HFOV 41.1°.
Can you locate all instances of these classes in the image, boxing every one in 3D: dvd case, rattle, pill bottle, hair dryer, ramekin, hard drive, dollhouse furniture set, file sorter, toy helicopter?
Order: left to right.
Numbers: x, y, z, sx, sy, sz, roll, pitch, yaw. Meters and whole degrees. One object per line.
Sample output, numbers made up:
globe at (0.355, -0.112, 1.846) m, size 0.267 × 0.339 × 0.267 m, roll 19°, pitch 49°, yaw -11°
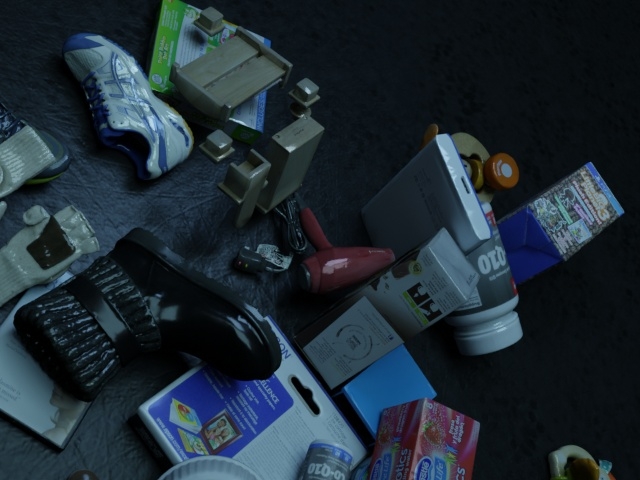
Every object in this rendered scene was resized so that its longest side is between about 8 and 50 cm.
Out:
dvd case at (-0.406, 0.171, 1.311) m, size 0.180 × 0.022 × 0.253 m, roll 36°, pitch 50°, yaw -13°
ramekin at (-0.162, 0.419, 1.228) m, size 0.207 × 0.109 × 0.207 m, roll 1°, pitch 82°, yaw -6°
dollhouse furniture set at (-0.189, -0.226, 1.595) m, size 0.355 × 0.174 × 0.303 m, roll 39°, pitch 49°, yaw 12°
hair dryer at (0.000, 0.000, 1.603) m, size 0.293 × 0.080 × 0.224 m, roll 21°, pitch 54°, yaw -1°
pill bottle at (0.001, 0.393, 1.351) m, size 0.078 × 0.078 × 0.137 m, roll 32°, pitch 52°, yaw -16°
file sorter at (0.101, 0.287, 1.548) m, size 0.170 × 0.104 × 0.118 m, roll -31°, pitch 85°, yaw -42°
hard drive at (0.194, -0.035, 1.649) m, size 0.040 × 0.319 × 0.210 m, roll -11°, pitch 72°, yaw -29°
toy helicopter at (0.271, -0.092, 1.870) m, size 0.235 × 0.140 × 0.355 m, roll 38°, pitch 62°, yaw -20°
pill bottle at (0.307, 0.077, 1.737) m, size 0.161 × 0.161 × 0.283 m, roll -24°, pitch 98°, yaw -41°
rattle at (0.582, 0.472, 1.767) m, size 0.199 × 0.143 × 0.130 m, roll 13°, pitch 40°, yaw -22°

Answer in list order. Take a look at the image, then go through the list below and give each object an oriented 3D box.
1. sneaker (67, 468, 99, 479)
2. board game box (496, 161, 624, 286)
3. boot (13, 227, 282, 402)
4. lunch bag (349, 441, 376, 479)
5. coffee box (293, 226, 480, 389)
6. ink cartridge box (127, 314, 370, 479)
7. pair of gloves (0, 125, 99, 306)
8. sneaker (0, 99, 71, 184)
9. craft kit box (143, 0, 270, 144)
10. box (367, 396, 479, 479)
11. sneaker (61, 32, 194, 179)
sneaker at (-0.318, 0.413, 1.205) m, size 0.066 × 0.071 × 0.189 m, roll 3°, pitch 64°, yaw -34°
board game box at (0.494, -0.023, 1.914) m, size 0.291 × 0.232 × 0.141 m, roll -29°, pitch 85°, yaw -41°
boot at (-0.258, 0.158, 1.299) m, size 0.348 × 0.131 × 0.260 m, roll 34°, pitch 46°, yaw 10°
lunch bag at (0.149, 0.434, 1.510) m, size 0.176 × 0.090 × 0.219 m, roll 51°, pitch 48°, yaw 1°
coffee box at (0.118, 0.118, 1.502) m, size 0.119 × 0.297 × 0.168 m, roll 54°, pitch 21°, yaw 1°
ink cartridge box at (-0.110, 0.324, 1.408) m, size 0.307 × 0.072 × 0.304 m, roll -33°, pitch 85°, yaw -44°
pair of gloves at (-0.476, -0.039, 1.306) m, size 0.204 × 0.042 × 0.240 m, roll -29°, pitch 88°, yaw -16°
sneaker at (-0.536, -0.190, 1.355) m, size 0.299 × 0.121 × 0.111 m, roll 26°, pitch 53°, yaw -21°
craft kit box at (-0.225, -0.342, 1.707) m, size 0.246 × 0.061 × 0.250 m, roll 21°, pitch 55°, yaw -28°
box at (0.155, 0.400, 1.383) m, size 0.122 × 0.128 × 0.257 m, roll 28°, pitch 60°, yaw -20°
sneaker at (-0.360, -0.238, 1.514) m, size 0.296 × 0.112 × 0.131 m, roll 45°, pitch 49°, yaw -5°
